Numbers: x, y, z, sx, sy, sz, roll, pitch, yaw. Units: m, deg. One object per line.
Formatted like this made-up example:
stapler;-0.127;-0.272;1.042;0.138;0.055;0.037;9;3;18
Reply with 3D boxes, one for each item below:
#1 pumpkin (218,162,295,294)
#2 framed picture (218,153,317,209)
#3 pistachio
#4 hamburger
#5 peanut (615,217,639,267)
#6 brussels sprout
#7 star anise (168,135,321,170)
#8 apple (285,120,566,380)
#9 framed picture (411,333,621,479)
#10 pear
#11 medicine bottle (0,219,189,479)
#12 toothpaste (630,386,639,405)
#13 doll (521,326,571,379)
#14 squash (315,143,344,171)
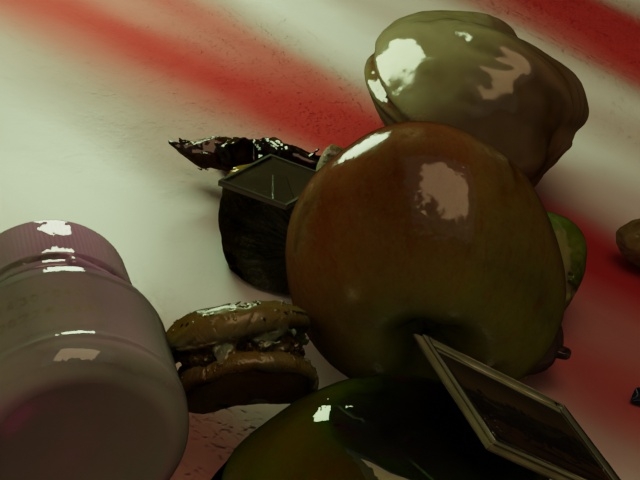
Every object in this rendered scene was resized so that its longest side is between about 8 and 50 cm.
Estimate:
pumpkin;0.000;0.000;1.946;0.317;0.139;0.222;20;29;14
framed picture;-0.059;-0.083;1.932;0.109;0.011;0.149;20;26;21
pistachio;0.255;-0.233;2.282;0.365;0.281;0.445;8;34;-17
hamburger;-0.084;0.126;1.590;0.177;0.185;0.113;14;56;-35
peanut;0.565;0.022;2.136;0.229;0.098;0.103;23;5;25
brussels sprout;0.300;0.033;1.978;0.161;0.144;0.181;-12;32;-7
star anise;-0.107;-0.110;2.147;0.271;0.103;0.272;6;2;0
apple;0.124;0.042;1.682;0.338;0.338;0.305;3;48;-13
framed picture;0.224;0.195;1.489;0.252;0.014;0.197;28;18;-34
pear;0.088;0.264;1.473;0.398;0.165;0.399;12;29;-7
medicine bottle;-0.283;0.136;1.517;0.241;0.241;0.302;0;32;-19
toothpaste;0.452;0.216;1.843;0.083;0.019;0.027;17;55;13
doll;0.240;0.125;1.865;0.188;0.096;0.145;23;25;39
squash;0.110;-0.069;2.094;0.250;0.083;0.083;22;23;-28
